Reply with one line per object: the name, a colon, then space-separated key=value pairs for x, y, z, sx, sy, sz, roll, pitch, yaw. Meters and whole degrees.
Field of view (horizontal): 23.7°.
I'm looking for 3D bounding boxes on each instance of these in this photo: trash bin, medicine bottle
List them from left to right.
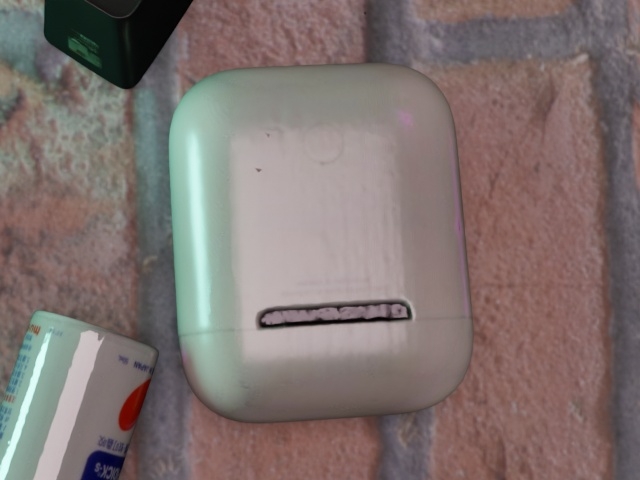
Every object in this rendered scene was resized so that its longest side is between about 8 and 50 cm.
medicine bottle: x=-0.265 y=0.245 z=1.440 sx=0.130 sy=0.130 sz=0.341 roll=19 pitch=81 yaw=-4
trash bin: x=-0.184 y=-0.260 z=1.464 sx=0.115 sy=0.225 sz=0.165 roll=33 pitch=80 yaw=-3

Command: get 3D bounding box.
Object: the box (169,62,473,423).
box: x=0.000 y=0.000 z=1.497 sx=0.288 sy=0.141 sz=0.349 roll=-3 pitch=83 yaw=-8
